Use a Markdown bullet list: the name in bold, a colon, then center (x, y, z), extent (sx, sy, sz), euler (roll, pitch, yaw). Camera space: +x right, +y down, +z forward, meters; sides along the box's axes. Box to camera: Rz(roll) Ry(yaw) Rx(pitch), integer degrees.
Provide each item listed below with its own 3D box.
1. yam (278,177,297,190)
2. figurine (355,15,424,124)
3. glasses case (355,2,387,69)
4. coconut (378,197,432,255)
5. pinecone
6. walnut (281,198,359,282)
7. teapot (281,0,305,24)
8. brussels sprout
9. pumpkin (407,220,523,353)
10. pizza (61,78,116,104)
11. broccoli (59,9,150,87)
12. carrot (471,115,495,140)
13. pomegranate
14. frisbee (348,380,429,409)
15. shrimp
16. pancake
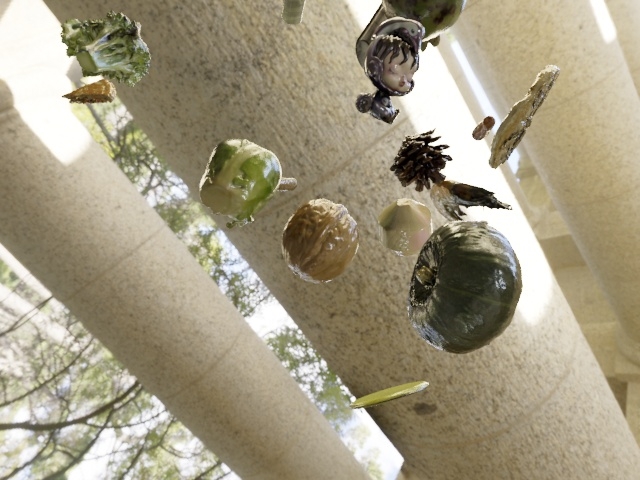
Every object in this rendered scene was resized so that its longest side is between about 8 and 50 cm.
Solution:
- **yam**: center (-0.244, -0.289, 2.167), extent (0.081, 0.081, 0.356), euler (-24, 174, 31)
- **figurine**: center (0.154, -0.386, 0.955), extent (0.145, 0.145, 0.222), euler (-102, -146, -71)
- **glasses case**: center (0.204, -0.681, 1.344), extent (0.060, 0.114, 0.299), euler (18, -114, 28)
- **coconut**: center (0.368, -0.070, 1.859), extent (0.259, 0.259, 0.259), euler (-32, -162, 11)
- **pinecone**: center (0.360, -0.280, 1.505), extent (0.229, 0.202, 0.201), euler (-37, -120, -7)
- **walnut**: center (0.000, -0.001, 1.581), extent (0.277, 0.252, 0.313), euler (31, -96, 43)
- **teapot**: center (-0.080, -0.935, 1.606), extent (0.107, 0.077, 0.200), euler (-16, 157, -22)
- **brussels sprout**: center (-0.304, -0.226, 1.587), extent (0.315, 0.276, 0.371), euler (-50, -169, 18)
- **pumpkin**: center (0.305, 0.102, 0.941), extent (0.300, 0.207, 0.300), euler (-168, -90, -85)
- **pizza**: center (-0.912, -0.572, 1.675), extent (0.199, 0.062, 0.188), euler (-17, -136, -16)
- **broccoli**: center (-0.691, -0.616, 1.350), extent (0.247, 0.263, 0.243), euler (-33, -152, 26)
- **carrot**: center (0.620, -0.426, 1.599), extent (0.060, 0.060, 0.186), euler (-35, 173, 1)
- **pomegranate**: center (0.284, -0.636, 1.162), extent (0.242, 0.306, 0.242), euler (-6, -127, 8)
- **frisbee**: center (0.191, 0.434, 1.189), extent (0.236, 0.017, 0.236), euler (-15, 163, -4)
- **shrimp**: center (0.645, -0.136, 1.824), extent (0.085, 0.272, 0.445), euler (-36, -157, -18)
- **pancake**: center (0.523, -0.314, 1.101), extent (0.282, 0.049, 0.282), euler (-46, 160, -22)
